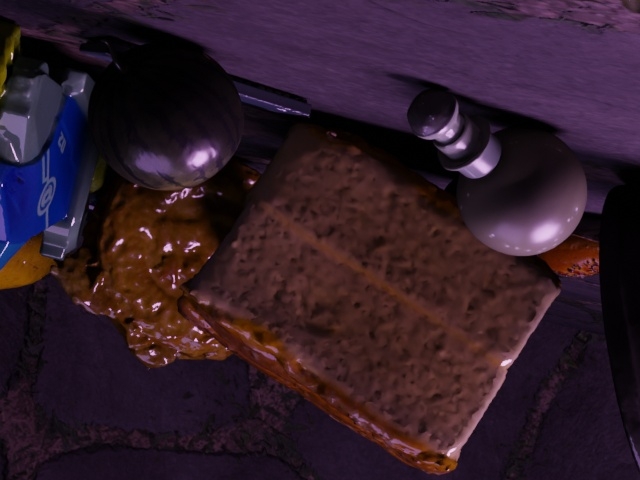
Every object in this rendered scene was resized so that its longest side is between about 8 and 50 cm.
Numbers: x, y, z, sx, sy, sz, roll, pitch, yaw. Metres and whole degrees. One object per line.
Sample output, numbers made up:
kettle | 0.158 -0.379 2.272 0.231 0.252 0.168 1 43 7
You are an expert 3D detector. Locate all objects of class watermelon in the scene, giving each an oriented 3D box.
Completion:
watermelon | -0.115 -0.094 1.348 0.105 0.105 0.133 9 151 47

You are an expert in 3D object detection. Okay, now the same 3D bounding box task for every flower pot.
flower pot | 0.323 0.073 1.487 0.166 0.269 0.269 -13 167 20

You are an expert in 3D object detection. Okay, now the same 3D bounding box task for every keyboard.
keyboard | -0.093 -0.122 1.461 0.176 0.014 0.055 15 176 -29

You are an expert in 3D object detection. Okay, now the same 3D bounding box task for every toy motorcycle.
toy motorcycle | -0.272 -0.066 1.560 0.191 0.200 0.326 14 178 -5

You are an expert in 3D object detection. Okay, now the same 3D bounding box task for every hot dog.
hot dog | 0.289 0.013 1.817 0.108 0.059 0.191 11 177 -43

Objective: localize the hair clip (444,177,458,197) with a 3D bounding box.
hair clip | 0.139 -0.034 1.699 0.072 0.046 0.173 17 175 4

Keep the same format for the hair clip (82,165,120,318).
hair clip | -0.170 0.018 2.320 0.310 0.206 0.194 14 172 9

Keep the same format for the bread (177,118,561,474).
bread | 0.038 0.048 1.654 0.279 0.207 0.279 34 176 4

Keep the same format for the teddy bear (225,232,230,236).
teddy bear | -0.009 -0.018 1.908 0.251 0.129 0.182 -14 -163 26

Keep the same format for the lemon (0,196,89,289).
lemon | -0.363 -0.047 2.114 0.204 0.204 0.260 11 174 35

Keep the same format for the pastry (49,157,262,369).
pastry | -0.143 0.020 2.077 0.240 0.235 0.132 42 173 -14

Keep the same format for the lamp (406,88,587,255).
lamp | 0.115 -0.054 1.324 0.091 0.091 0.163 9 159 45
